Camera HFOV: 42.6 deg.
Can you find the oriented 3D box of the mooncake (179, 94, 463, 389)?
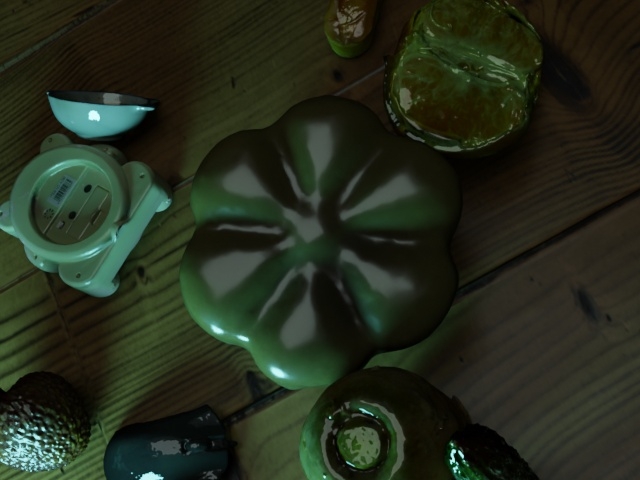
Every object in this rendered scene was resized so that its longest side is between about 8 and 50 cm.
[{"bbox_3d":[0.000,0.000,1.321,0.467,0.262,0.466,0,85,4],"label":"mooncake"}]

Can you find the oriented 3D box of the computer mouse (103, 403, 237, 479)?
[{"bbox_3d":[-0.276,0.378,1.444,0.264,0.088,0.147,-15,70,8],"label":"computer mouse"}]

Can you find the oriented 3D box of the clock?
[{"bbox_3d":[-0.482,-0.064,1.647,0.309,0.114,0.284,27,82,25],"label":"clock"}]

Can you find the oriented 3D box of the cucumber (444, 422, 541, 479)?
[{"bbox_3d":[0.263,0.344,1.143,0.096,0.359,0.096,-20,43,20],"label":"cucumber"}]

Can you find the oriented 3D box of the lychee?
[{"bbox_3d":[-0.515,0.328,1.482,0.194,0.194,0.194,-5,70,15],"label":"lychee"}]

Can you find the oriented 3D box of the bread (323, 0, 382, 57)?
[{"bbox_3d":[0.075,-0.487,1.637,0.102,0.094,0.245,11,75,14],"label":"bread"}]

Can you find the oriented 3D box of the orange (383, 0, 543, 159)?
[{"bbox_3d":[0.251,-0.271,1.443,0.263,0.196,0.334,7,52,12],"label":"orange"}]

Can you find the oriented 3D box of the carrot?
[{"bbox_3d":[0.105,0.305,1.217,0.224,0.341,0.224,-5,74,17],"label":"carrot"}]

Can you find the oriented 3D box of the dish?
[{"bbox_3d":[-0.443,-0.253,1.687,0.236,0.228,0.086,21,112,40],"label":"dish"}]
